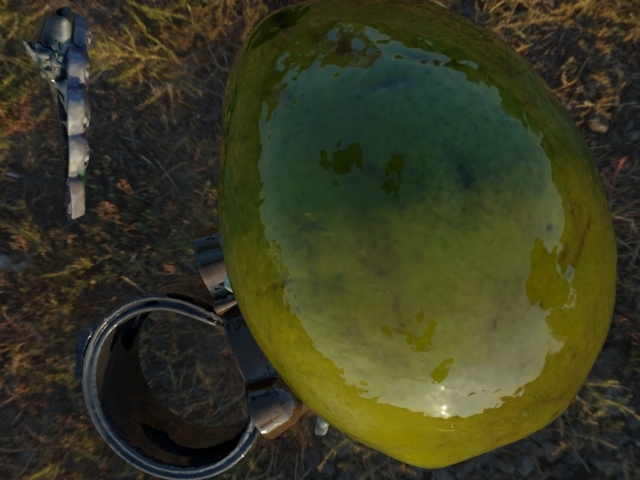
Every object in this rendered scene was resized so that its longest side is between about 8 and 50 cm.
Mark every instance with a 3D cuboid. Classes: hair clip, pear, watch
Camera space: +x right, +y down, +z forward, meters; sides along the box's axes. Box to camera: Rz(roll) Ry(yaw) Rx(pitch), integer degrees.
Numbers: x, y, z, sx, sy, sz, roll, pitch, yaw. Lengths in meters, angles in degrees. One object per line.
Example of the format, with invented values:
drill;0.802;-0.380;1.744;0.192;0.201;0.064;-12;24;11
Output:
hair clip;-0.230;-0.106;0.600;0.052;0.124;0.195;0;129;-15
pear;0.056;-0.013;0.448;0.253;0.253;0.307;-15;83;-1
watch;-0.189;0.168;1.029;0.327;0.314;0.335;-22;95;12

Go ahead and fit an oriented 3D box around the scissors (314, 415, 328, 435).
scissors;0.039;0.107;1.062;0.029;0.256;0.383;12;71;0

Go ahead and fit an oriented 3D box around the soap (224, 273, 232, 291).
soap;0.000;0.000;0.652;0.063;0.198;0.114;26;104;24
